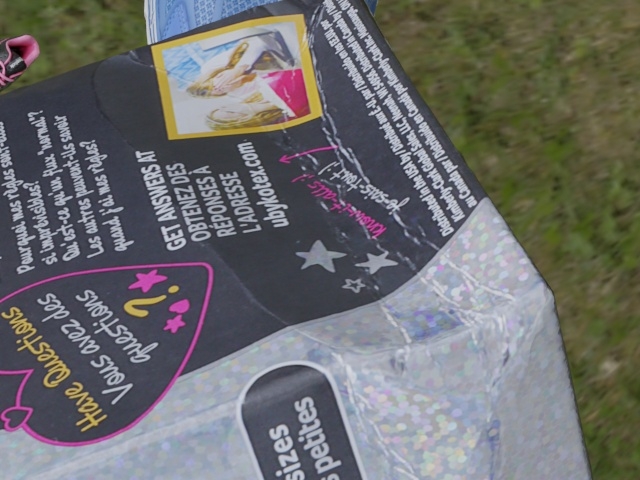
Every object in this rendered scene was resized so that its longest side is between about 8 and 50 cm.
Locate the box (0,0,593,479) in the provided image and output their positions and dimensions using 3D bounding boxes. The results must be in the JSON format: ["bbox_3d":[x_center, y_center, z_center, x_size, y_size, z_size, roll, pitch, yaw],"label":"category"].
[{"bbox_3d":[-0.008,0.086,0.461,0.142,0.163,0.247,-20,126,-3],"label":"box"}]

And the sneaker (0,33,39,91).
[{"bbox_3d":[-0.265,-0.133,1.344,0.057,0.119,0.047,-12,118,30],"label":"sneaker"}]

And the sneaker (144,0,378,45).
[{"bbox_3d":[0.004,-0.207,0.838,0.130,0.147,0.330,20,83,-6],"label":"sneaker"}]
